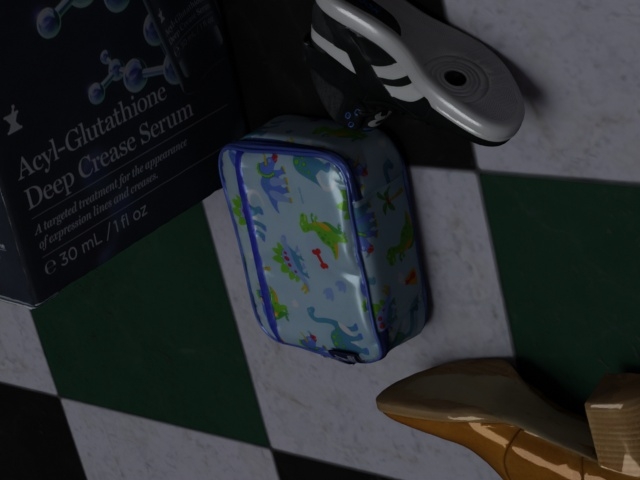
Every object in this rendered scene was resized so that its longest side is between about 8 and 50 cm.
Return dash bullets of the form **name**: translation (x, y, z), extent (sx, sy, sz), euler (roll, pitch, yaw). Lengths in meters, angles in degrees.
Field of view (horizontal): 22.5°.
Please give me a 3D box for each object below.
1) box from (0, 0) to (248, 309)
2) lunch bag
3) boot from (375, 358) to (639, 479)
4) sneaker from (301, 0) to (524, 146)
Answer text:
- **box**: translation (-0.260, -0.190, 1.427), extent (0.212, 0.293, 0.395), euler (10, 123, 39)
- **lunch bag**: translation (0.000, 0.000, 1.465), extent (0.176, 0.090, 0.219), euler (13, 123, 41)
- **boot**: translation (0.193, 0.218, 1.413), extent (0.295, 0.104, 0.211), euler (-1, 115, 40)
- **sneaker**: translation (0.074, -0.121, 1.328), extent (0.217, 0.079, 0.121), euler (43, 142, 26)
